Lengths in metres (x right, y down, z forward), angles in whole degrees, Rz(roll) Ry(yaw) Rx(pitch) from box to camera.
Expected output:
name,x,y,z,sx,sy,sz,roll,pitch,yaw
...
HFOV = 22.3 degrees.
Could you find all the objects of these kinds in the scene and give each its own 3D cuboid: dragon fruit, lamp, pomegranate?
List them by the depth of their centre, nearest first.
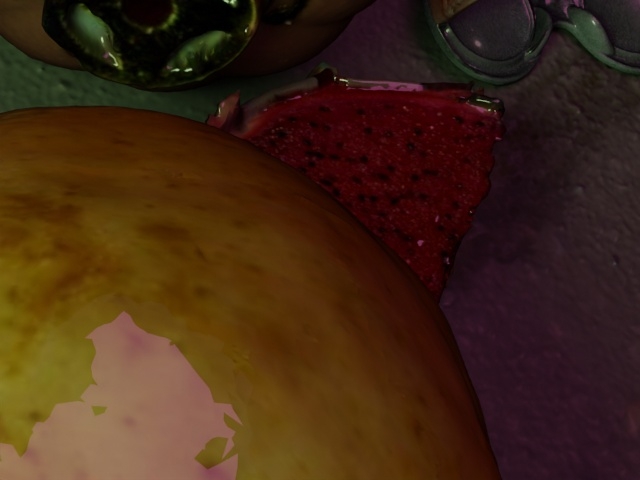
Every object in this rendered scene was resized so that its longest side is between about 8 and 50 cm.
name,x,y,z,sx,sy,sz,roll,pitch,yaw
pomegranate,-0.102,0.158,0.617,0.410,0.410,0.410,12,56,-17
lamp,-0.083,-0.200,0.862,0.305,0.305,0.239,14,48,-16
dragon fruit,-0.007,0.005,0.889,0.161,0.126,0.274,23,43,3

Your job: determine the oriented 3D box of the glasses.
name,x,y,z,sx,sy,sz,roll,pitch,yaw
glasses,0.216,-0.186,1.020,0.234,0.268,0.118,-4,80,-29
